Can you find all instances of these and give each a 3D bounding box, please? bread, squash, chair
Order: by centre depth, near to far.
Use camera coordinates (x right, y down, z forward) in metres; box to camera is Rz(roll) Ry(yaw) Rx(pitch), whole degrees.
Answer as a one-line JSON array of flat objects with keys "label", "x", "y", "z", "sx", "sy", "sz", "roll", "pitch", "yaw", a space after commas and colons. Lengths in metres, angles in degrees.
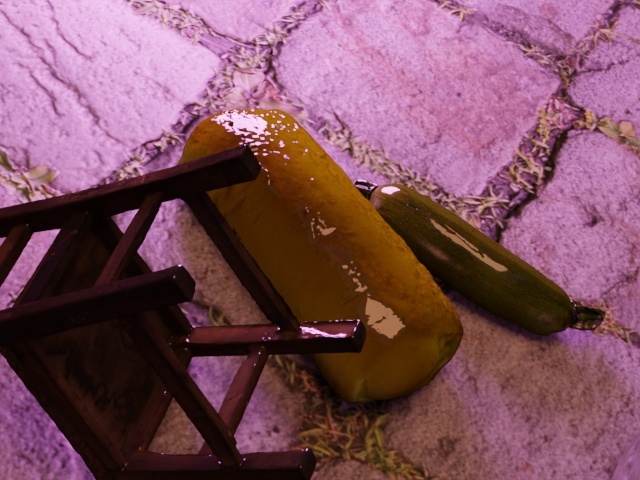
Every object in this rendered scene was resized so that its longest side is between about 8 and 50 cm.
[{"label": "chair", "x": -0.208, "y": 0.096, "z": 1.382, "sx": 0.241, "sy": 0.416, "sz": 0.203, "roll": 57, "pitch": 37, "yaw": -31}, {"label": "bread", "x": 0.000, "y": 0.000, "z": 1.573, "sx": 0.166, "sy": 0.112, "sz": 0.383, "roll": -21, "pitch": 60, "yaw": -33}, {"label": "squash", "x": 0.165, "y": 0.020, "z": 1.644, "sx": 0.318, "sy": 0.071, "sz": 0.080, "roll": 31, "pitch": 46, "yaw": 7}]

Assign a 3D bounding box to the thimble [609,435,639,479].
[{"label": "thimble", "x": 0.442, "y": 0.263, "z": 1.454, "sx": 0.291, "sy": 0.195, "sz": 0.291, "roll": 12, "pitch": 51, "yaw": -15}]
